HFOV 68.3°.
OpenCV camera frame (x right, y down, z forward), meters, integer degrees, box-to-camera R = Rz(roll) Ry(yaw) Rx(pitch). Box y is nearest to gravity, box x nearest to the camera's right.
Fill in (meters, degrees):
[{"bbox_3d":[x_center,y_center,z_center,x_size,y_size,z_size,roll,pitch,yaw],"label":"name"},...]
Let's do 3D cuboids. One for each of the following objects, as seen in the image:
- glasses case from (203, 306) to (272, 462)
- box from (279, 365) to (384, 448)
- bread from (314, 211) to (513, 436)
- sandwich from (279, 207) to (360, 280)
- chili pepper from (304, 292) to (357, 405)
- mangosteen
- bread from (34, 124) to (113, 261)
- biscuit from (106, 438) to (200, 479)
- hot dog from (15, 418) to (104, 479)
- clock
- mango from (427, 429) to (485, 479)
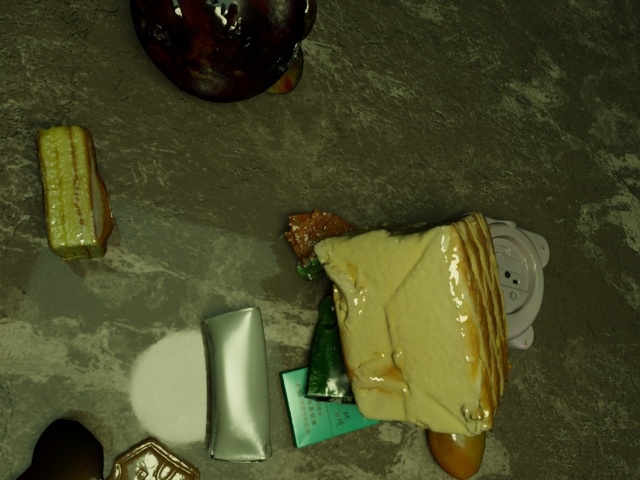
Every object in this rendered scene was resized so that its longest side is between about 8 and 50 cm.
[{"bbox_3d":[-0.173,0.298,0.985,0.129,0.083,0.307,-2,78,-13],"label":"glasses case"},{"bbox_3d":[0.034,0.351,1.063,0.227,0.042,0.160,-9,79,-20],"label":"box"},{"bbox_3d":[0.212,0.144,0.954,0.371,0.280,0.389,-17,94,-59],"label":"bread"},{"bbox_3d":[0.008,-0.003,1.107,0.185,0.109,0.159,-28,87,-28],"label":"sandwich"},{"bbox_3d":[0.046,0.220,1.046,0.136,0.099,0.270,-3,61,14],"label":"chili pepper"},{"bbox_3d":[-0.204,-0.484,1.026,0.381,0.421,0.380,1,94,18],"label":"mangosteen"},{"bbox_3d":[-0.472,-0.085,0.915,0.111,0.184,0.234,-9,82,-24],"label":"bread"},{"bbox_3d":[-0.346,0.508,0.901,0.182,0.034,0.215,39,69,-7],"label":"biscuit"},{"bbox_3d":[-0.460,0.500,0.822,0.194,0.107,0.325,24,65,6],"label":"hot dog"},{"bbox_3d":[0.445,0.106,1.226,0.296,0.113,0.321,16,75,-15],"label":"clock"},{"bbox_3d":[0.318,0.422,1.106,0.139,0.113,0.253,11,72,-17],"label":"mango"}]
